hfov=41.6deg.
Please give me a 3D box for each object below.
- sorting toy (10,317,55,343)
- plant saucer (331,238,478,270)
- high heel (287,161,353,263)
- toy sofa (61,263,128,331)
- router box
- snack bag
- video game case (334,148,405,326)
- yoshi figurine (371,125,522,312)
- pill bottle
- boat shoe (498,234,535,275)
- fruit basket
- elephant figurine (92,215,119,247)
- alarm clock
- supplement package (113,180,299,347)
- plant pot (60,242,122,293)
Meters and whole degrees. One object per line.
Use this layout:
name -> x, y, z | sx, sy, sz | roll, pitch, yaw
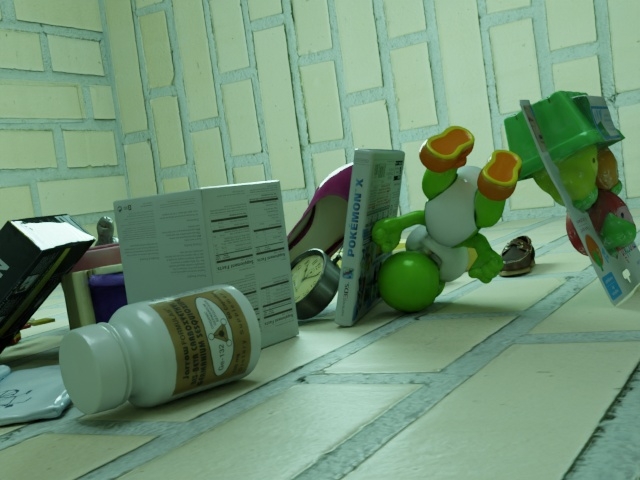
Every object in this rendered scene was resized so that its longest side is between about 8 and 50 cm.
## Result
sorting toy -> -0.683, 0.199, 1.763 | 0.274, 0.046, 0.132 | -7, 4, 23
plant saucer -> 0.178, 0.048, 2.037 | 0.332, 0.081, 0.333 | -11, 5, -36
high heel -> 0.000, 0.000, 1.701 | 0.377, 0.127, 0.181 | -51, 12, 23
toy sofa -> -0.279, 0.104, 1.570 | 0.362, 0.150, 0.177 | -10, 1, -34
router box -> -0.559, 0.096, 1.485 | 0.309, 0.081, 0.243 | -49, -1, 7
snack bag -> -0.487, 0.217, 1.180 | 0.342, 0.037, 0.323 | -8, 3, -1
video game case -> 0.096, -0.019, 1.555 | 0.036, 0.300, 0.329 | 8, 8, 14
yoshi figurine -> 0.196, 0.000, 1.426 | 0.203, 0.203, 0.362 | -3, -41, -16
pill bottle -> -0.199, 0.137, 1.060 | 0.229, 0.131, 0.131 | -11, 5, -42
boat shoe -> 0.426, 0.031, 1.841 | 0.073, 0.073, 0.207 | -5, 6, 20
fruit basket -> 0.464, -0.084, 1.426 | 0.165, 0.353, 0.327 | -34, -11, 30
elephant figurine -> -0.474, 0.062, 1.936 | 0.186, 0.239, 0.169 | -5, 5, 36
alarm clock -> -0.007, 0.071, 1.542 | 0.192, 0.064, 0.129 | -44, 29, 17
supplement package -> -0.183, 0.047, 1.379 | 0.199, 0.263, 0.198 | -5, 4, 35
plant pot -> -0.441, 0.101, 1.730 | 0.201, 0.180, 0.201 | -7, 4, 1
